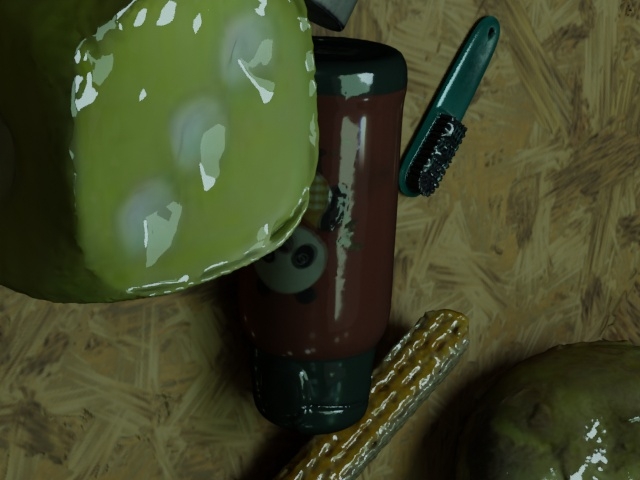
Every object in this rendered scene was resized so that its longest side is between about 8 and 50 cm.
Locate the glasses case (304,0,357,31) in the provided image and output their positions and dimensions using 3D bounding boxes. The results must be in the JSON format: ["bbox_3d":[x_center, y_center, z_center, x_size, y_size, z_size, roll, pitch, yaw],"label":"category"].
[{"bbox_3d":[0.042,-0.336,1.614,0.114,0.060,0.299,33,80,-45],"label":"glasses case"}]

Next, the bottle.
[{"bbox_3d":[0.000,0.000,1.617,0.144,0.144,0.336,-13,111,-40],"label":"bottle"}]

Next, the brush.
[{"bbox_3d":[0.130,-0.125,1.775,0.043,0.032,0.193,36,79,-42],"label":"brush"}]

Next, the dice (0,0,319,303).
[{"bbox_3d":[-0.154,-0.101,1.389,0.233,0.227,0.238,-19,115,-38],"label":"dice"}]

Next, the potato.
[{"bbox_3d":[0.255,0.209,1.859,0.237,0.301,0.288,30,40,-17],"label":"potato"}]

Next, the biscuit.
[{"bbox_3d":[0.005,0.206,1.711,0.378,0.054,0.094,-46,171,-23],"label":"biscuit"}]
